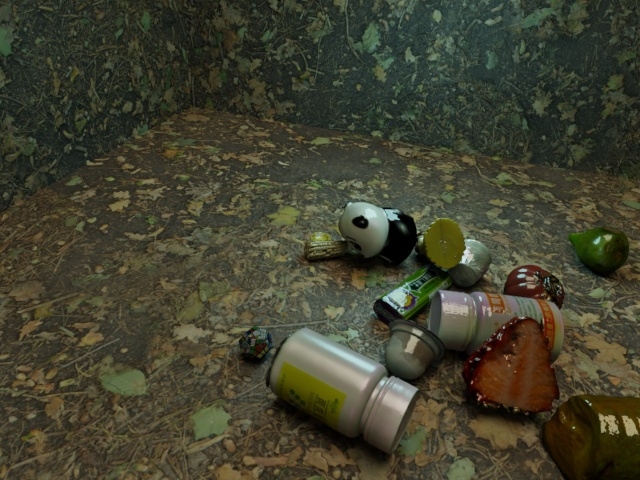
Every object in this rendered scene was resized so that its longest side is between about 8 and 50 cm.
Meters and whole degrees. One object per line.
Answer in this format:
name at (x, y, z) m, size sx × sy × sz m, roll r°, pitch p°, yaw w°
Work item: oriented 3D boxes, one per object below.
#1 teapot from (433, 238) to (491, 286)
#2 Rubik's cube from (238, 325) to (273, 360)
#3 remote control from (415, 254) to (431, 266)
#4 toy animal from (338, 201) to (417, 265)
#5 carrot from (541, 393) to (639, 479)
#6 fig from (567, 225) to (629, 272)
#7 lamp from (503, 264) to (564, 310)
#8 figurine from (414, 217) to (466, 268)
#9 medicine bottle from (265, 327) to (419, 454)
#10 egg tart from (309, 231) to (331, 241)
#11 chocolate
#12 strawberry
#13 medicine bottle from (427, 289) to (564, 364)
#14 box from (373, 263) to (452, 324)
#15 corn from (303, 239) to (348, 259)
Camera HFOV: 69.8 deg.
teapot at (0.572, 0.091, 1.883) m, size 0.222 × 0.163 × 0.178 m, roll 20°, pitch 40°, yaw 23°
Rubik's cube at (-0.205, 0.328, 1.462) m, size 0.111 × 0.093 × 0.111 m, roll 3°, pitch 34°, yaw -2°
remote control at (0.454, 0.089, 2.002) m, size 0.039 × 0.014 × 0.096 m, roll -7°, pitch 34°, yaw -19°
toy animal at (0.226, -0.046, 1.919) m, size 0.310 × 0.250 × 0.250 m, roll 20°, pitch 23°, yaw -32°
carrot at (0.786, 0.524, 1.181) m, size 0.342 × 0.241 × 0.241 m, roll 4°, pitch 33°, yaw 6°
fig at (1.239, 0.028, 2.083) m, size 0.206 × 0.205 × 0.275 m, roll -5°, pitch 14°, yaw -16°
lamp at (0.793, 0.198, 1.702) m, size 0.227 × 0.226 × 0.226 m, roll 4°, pitch 33°, yaw -3°
figurine at (0.457, 0.017, 1.887) m, size 0.168 × 0.187 × 0.315 m, roll -34°, pitch 1°, yaw -5°
medicine bottle at (0.061, 0.407, 1.269) m, size 0.379 × 0.213 × 0.213 m, roll 21°, pitch 36°, yaw 24°
egg tart at (0.000, 0.000, 2.047) m, size 0.105 × 0.039 × 0.105 m, roll 4°, pitch 33°, yaw -2°
chocolate at (0.279, 0.362, 1.446) m, size 0.222 × 0.221 × 0.147 m, roll 23°, pitch 65°, yaw 24°
strawberry at (0.546, 0.371, 1.375) m, size 0.254 × 0.279 × 0.150 m, roll -8°, pitch -5°, yaw 6°
medicine bottle at (0.572, 0.285, 1.531) m, size 0.389 × 0.219 × 0.219 m, roll 7°, pitch 33°, yaw 3°
box at (0.356, 0.205, 1.736) m, size 0.134 × 0.097 × 0.346 m, roll 37°, pitch 43°, yaw 27°
corn at (0.033, 0.040, 1.961) m, size 0.211 × 0.086 × 0.087 m, roll 0°, pitch 33°, yaw -18°
